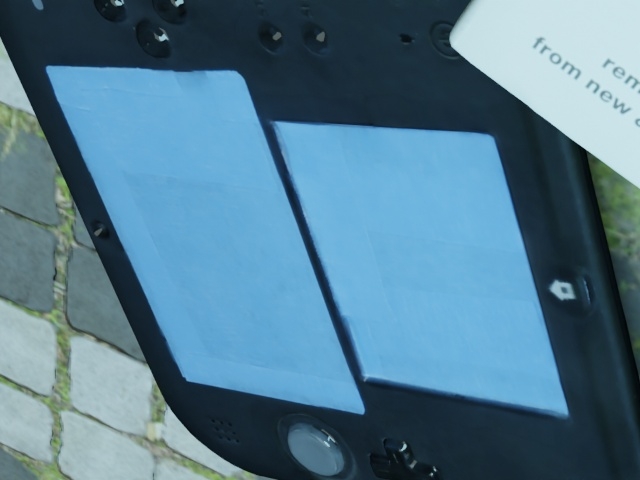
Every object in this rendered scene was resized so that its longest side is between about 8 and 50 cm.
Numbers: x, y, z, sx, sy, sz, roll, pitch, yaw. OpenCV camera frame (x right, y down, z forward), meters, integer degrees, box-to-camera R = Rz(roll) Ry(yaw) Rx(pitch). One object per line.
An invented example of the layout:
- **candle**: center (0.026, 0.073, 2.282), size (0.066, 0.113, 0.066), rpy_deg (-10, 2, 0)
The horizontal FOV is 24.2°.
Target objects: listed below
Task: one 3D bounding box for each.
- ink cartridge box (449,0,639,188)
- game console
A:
- **ink cartridge box**: center (0.232, -0.201, 0.420), size (0.160, 0.279, 0.385), rpy_deg (37, 134, 3)
- **game console**: center (0.000, 0.000, 0.803), size (0.342, 0.060, 0.386), rpy_deg (11, 133, 40)
